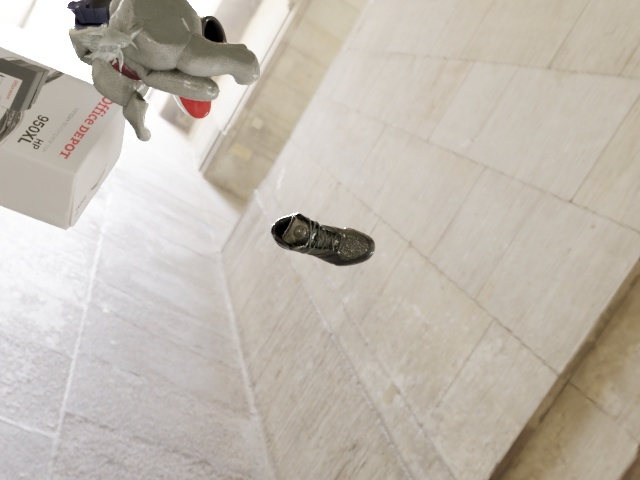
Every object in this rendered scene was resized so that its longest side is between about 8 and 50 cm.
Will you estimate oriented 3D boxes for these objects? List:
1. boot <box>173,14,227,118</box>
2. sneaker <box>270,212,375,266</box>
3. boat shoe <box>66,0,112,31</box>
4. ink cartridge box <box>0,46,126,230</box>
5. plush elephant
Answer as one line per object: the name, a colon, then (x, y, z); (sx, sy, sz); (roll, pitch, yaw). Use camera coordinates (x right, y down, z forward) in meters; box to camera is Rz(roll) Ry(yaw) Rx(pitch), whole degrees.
boot: (-0.248, -0.359, 1.462); (0.088, 0.244, 0.176); (-27, 38, -31)
sneaker: (0.000, 0.000, 1.449); (0.227, 0.087, 0.130); (15, -1, 9)
boat shoe: (-0.505, -0.536, 1.648); (0.158, 0.127, 0.340); (-16, 10, -7)
ink cartridge box: (-0.625, -0.228, 1.385); (0.395, 0.166, 0.285); (21, 43, -7)
plush elephant: (-0.319, -0.343, 1.281); (0.255, 0.330, 0.272); (-24, -85, 54)
